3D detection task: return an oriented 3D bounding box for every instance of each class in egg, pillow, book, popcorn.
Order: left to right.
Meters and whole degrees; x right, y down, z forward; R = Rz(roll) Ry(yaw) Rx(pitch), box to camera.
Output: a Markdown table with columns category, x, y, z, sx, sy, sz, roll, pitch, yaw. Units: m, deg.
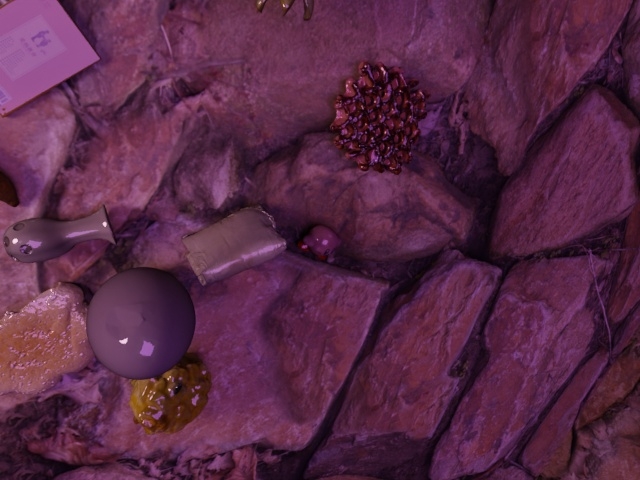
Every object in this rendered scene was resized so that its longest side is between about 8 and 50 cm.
| category | x | y | z | sx | sy | sz | roll | pitch | yaw |
| --- | --- | --- | --- | --- | --- | --- | --- | --- | --- |
| book | -0.435 | -0.276 | 0.640 | 0.172 | 0.012 | 0.118 | -36 | 122 | -9 |
| egg | -0.305 | 0.141 | 0.749 | 0.176 | 0.232 | 0.176 | -7 | 111 | -18 |
| popcorn | -0.299 | 0.299 | 0.868 | 0.173 | 0.142 | 0.174 | -13 | 122 | -23 |
| pillow | -0.166 | 0.009 | 0.827 | 0.181 | 0.134 | 0.078 | -24 | 131 | -15 |

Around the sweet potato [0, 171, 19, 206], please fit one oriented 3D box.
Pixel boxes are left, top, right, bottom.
| category | x | y | z | sx | sy | sz | roll | pitch | yaw |
| --- | --- | --- | --- | --- | --- | --- | --- | --- | --- |
| sweet potato | -0.541 | -0.137 | 0.621 | 0.069 | 0.059 | 0.250 | -46 | 122 | -27 |

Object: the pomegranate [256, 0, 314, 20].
| category | x | y | z | sx | sy | sz | roll | pitch | yaw |
| --- | --- | --- | --- | --- | --- | --- | --- | --- | --- |
| pomegranate | -0.033 | -0.505 | 0.618 | 0.260 | 0.260 | 0.341 | -5 | 116 | -25 |

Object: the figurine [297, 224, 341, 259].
| category | x | y | z | sx | sy | sz | roll | pitch | yaw |
| --- | --- | --- | --- | --- | --- | --- | --- | --- | --- |
| figurine | 0.000 | 0.000 | 0.939 | 0.083 | 0.071 | 0.067 | 8 | 65 | -37 |

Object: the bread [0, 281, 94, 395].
| category | x | y | z | sx | sy | sz | roll | pitch | yaw |
| --- | --- | --- | --- | --- | --- | --- | --- | --- | --- |
| bread | -0.510 | 0.193 | 0.782 | 0.250 | 0.039 | 0.182 | -31 | 121 | -13 |

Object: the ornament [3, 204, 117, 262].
| category | x | y | z | sx | sy | sz | roll | pitch | yaw |
| --- | --- | --- | --- | --- | --- | --- | --- | --- | --- |
| ornament | -0.429 | -0.007 | 0.722 | 0.156 | 0.081 | 0.075 | -17 | 84 | -23 |

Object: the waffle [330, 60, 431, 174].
| category | x | y | z | sx | sy | sz | roll | pitch | yaw |
| --- | --- | --- | --- | --- | --- | --- | --- | --- | --- |
| waffle | 0.124 | -0.251 | 0.907 | 0.234 | 0.055 | 0.221 | 9 | 105 | -34 |
